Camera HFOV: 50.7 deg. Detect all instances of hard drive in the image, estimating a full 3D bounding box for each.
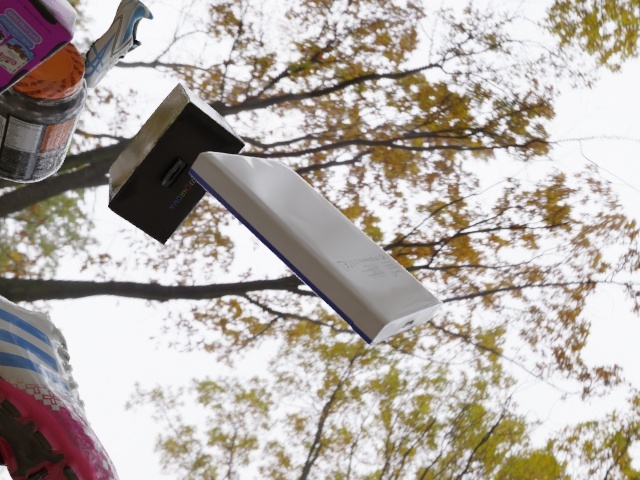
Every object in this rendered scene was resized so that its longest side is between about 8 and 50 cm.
[{"bbox_3d":[0.000,0.000,0.885,0.319,0.210,0.040,42,-70,20],"label":"hard drive"}]

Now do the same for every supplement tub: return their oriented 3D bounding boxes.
[{"bbox_3d":[-0.640,-0.293,1.489,0.207,0.207,0.338,59,-41,11],"label":"supplement tub"}]

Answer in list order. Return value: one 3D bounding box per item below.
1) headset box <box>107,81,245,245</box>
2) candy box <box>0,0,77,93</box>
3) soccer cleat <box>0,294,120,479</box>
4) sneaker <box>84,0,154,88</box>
[{"bbox_3d":[-0.287,-0.155,1.308,0.131,0.283,0.246,38,-83,-25],"label":"headset box"},{"bbox_3d":[-0.358,-0.183,0.590,0.233,0.159,0.071,-32,-140,10],"label":"candy box"},{"bbox_3d":[-0.298,0.154,0.711,0.116,0.143,0.331,-38,-88,28],"label":"soccer cleat"},{"bbox_3d":[-0.465,-0.439,1.536,0.086,0.085,0.237,35,-77,-10],"label":"sneaker"}]
